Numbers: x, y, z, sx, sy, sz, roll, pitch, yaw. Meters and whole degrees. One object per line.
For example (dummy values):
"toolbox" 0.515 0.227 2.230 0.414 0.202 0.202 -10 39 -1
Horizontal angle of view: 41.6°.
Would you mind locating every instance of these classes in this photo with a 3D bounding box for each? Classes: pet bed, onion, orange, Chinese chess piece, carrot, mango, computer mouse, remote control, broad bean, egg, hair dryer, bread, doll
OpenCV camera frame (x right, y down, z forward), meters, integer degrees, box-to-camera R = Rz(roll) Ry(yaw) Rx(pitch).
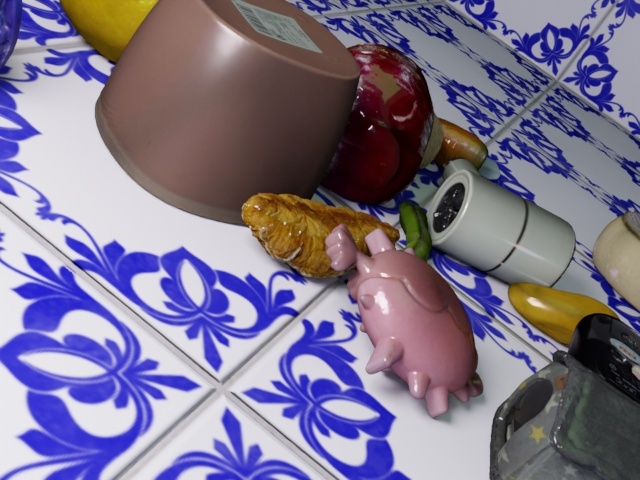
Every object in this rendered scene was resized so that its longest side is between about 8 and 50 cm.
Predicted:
"pet bed" 0.301 0.223 0.882 0.211 0.159 0.183 34 27 0
"onion" 0.068 -0.182 1.261 0.216 0.207 0.206 25 24 -6
"orange" -0.232 -0.369 1.195 0.279 0.235 0.279 31 30 -20
"Chinese chess piece" 0.651 0.060 1.605 0.270 0.112 0.270 27 26 -15
"carrot" 0.219 -0.190 1.575 0.193 0.087 0.087 31 26 2
"mango" 0.366 0.112 1.239 0.190 0.075 0.098 24 12 -11
"computer mouse" 0.376 0.186 1.106 0.137 0.096 0.233 34 30 11
"remote control" 0.282 -0.169 1.666 0.162 0.029 0.061 23 27 -20
"broad bean" 0.134 -0.009 1.213 0.061 0.046 0.195 35 28 -4
"egg" 0.154 -0.182 1.460 0.116 0.118 0.140 -6 32 17
"hair dryer" 0.258 -0.062 1.383 0.203 0.128 0.362 24 20 -17
"bread" 0.000 0.000 1.012 0.233 0.076 0.105 7 31 -38
"doll" 0.100 0.083 0.943 0.262 0.093 0.211 42 34 -22

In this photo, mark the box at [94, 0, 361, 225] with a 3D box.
"box" -0.107 -0.184 1.050 0.301 0.216 0.301 24 28 -14

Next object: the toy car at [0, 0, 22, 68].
"toy car" -0.440 -0.260 0.877 0.235 0.172 0.158 35 42 -4
